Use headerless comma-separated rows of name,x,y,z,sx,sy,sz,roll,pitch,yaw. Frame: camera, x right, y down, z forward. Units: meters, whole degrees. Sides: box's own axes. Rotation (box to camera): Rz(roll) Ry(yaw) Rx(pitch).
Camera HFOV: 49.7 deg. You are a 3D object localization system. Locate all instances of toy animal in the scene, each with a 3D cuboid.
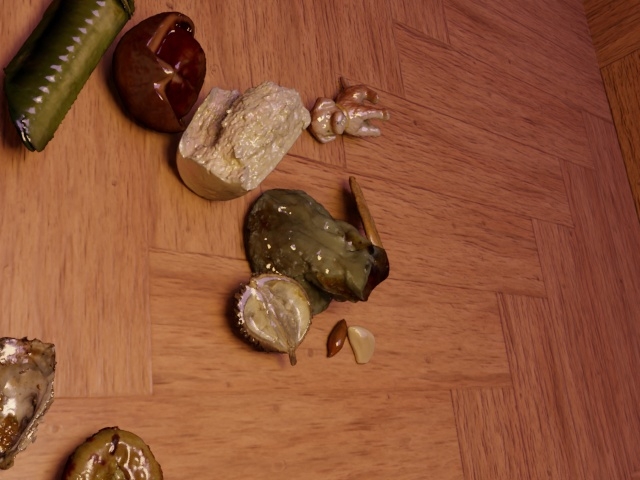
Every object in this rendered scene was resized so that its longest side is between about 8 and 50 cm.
toy animal,0.030,-0.298,1.559,0.185,0.104,0.184,-20,58,-29

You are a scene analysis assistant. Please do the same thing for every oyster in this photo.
oyster,-0.415,0.218,0.939,0.105,0.056,0.177,2,71,-30

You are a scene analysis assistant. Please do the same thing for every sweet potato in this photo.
sweet potato,0.035,0.192,1.378,0.034,0.034,0.095,40,48,-23

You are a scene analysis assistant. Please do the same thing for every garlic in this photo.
garlic,0.086,0.210,1.415,0.053,0.041,0.083,-14,90,-40

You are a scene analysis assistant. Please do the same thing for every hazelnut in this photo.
hazelnut,-0.273,-0.286,1.204,0.170,0.161,0.201,-28,103,-64

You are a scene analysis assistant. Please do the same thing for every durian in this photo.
durian,-0.092,0.143,1.245,0.148,0.091,0.188,-32,98,-33

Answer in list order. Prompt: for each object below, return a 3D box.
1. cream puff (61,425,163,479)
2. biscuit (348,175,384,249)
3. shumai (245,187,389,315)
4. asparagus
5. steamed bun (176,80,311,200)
cream puff,-0.298,0.340,0.975,0.149,0.084,0.149,22,55,-36
biscuit,0.099,-0.041,1.450,0.247,0.029,0.118,-105,175,-47
shumai,0.000,0.000,1.311,0.272,0.204,0.222,48,48,-13
asparagus,-0.419,-0.296,1.112,0.128,0.108,0.382,18,58,-1
steamed bun,-0.155,-0.183,1.238,0.170,0.200,0.225,49,45,-24
